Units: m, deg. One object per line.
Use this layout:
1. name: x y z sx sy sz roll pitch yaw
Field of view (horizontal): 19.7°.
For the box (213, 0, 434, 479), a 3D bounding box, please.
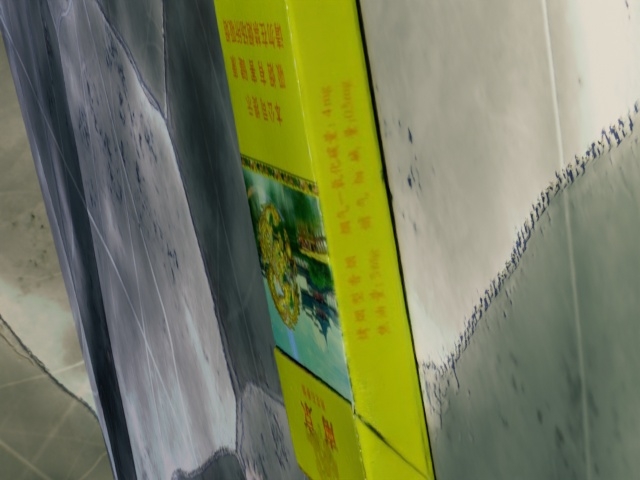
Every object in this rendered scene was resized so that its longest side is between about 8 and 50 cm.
1. box: 0.000 0.000 1.112 0.187 0.047 0.335 -155 53 -72
